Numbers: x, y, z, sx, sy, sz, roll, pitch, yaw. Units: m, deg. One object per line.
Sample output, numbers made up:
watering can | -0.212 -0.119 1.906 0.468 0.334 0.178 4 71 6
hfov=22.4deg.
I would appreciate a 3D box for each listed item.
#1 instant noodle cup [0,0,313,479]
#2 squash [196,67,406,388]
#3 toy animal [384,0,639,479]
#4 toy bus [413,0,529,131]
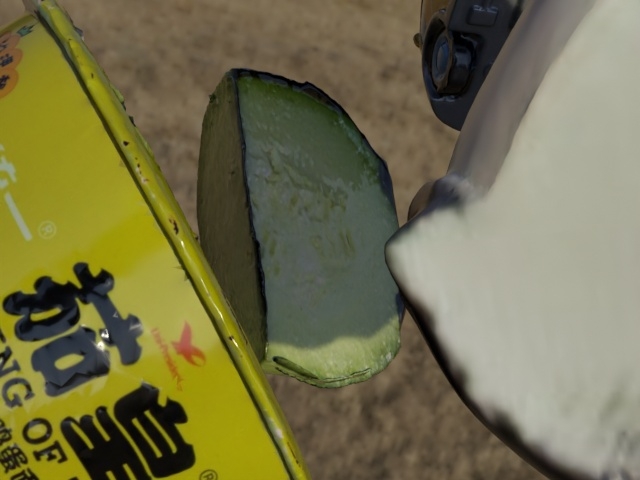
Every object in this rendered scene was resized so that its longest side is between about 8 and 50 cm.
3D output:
instant noodle cup | -0.172 0.075 0.766 0.254 0.325 0.325 -27 32 -8
squash | -0.022 0.005 0.997 0.085 0.192 0.184 -14 -15 29
toy animal | 0.165 -0.021 0.593 0.251 0.251 0.310 23 16 16
toy bus | 0.136 -0.181 1.068 0.126 0.209 0.136 3 39 -16
